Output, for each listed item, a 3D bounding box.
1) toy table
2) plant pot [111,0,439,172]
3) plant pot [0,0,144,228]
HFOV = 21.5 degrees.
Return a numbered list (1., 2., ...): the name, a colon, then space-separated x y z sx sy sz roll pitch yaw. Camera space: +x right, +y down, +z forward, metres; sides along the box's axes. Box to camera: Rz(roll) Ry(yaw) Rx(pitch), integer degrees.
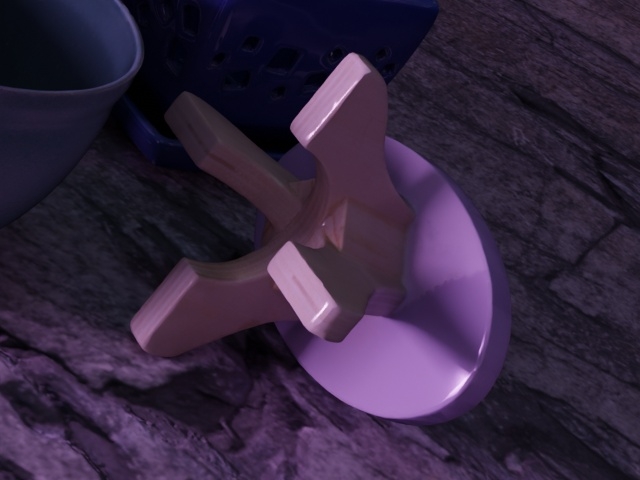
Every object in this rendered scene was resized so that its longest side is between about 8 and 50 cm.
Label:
1. toy table: 0.000 0.000 1.190 0.161 0.252 0.274 26 9 -45
2. plant pot: -0.076 -0.187 1.474 0.236 0.212 0.236 4 33 -41
3. plant pot: -0.287 -0.096 1.108 0.293 0.196 0.293 22 26 -12
